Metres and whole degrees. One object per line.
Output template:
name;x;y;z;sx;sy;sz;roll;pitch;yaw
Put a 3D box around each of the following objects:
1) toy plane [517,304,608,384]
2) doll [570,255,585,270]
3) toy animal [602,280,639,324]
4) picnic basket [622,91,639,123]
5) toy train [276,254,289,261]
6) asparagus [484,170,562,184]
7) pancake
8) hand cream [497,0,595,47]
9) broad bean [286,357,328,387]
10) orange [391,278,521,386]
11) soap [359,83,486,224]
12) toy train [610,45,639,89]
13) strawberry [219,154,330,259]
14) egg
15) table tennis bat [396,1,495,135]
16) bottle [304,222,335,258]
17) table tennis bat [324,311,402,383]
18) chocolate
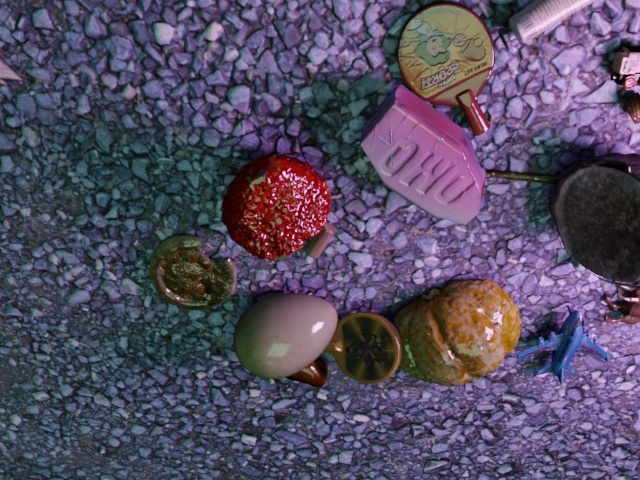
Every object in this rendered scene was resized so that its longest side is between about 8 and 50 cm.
toy plane;0.686;0.290;1.695;0.254;0.105;0.271;1;123;1
doll;0.729;0.013;1.533;0.160;0.059;0.158;3;124;2
toy animal;0.862;0.138;1.603;0.186;0.093;0.214;9;131;2
picnic basket;0.710;-0.298;1.317;0.083;0.072;0.072;-29;119;30
toy train;-0.091;-0.010;1.568;0.071;0.038;0.147;22;123;-13
asparagus;0.474;-0.151;1.456;0.249;0.025;0.024;4;167;0
pancake;-0.349;0.095;1.651;0.254;0.037;0.253;1;124;1
hand cream;0.490;-0.482;1.216;0.276;0.059;0.095;-30;116;15
broad bean;-0.061;0.378;1.802;0.165;0.084;0.114;10;129;3
orange;0.368;0.274;1.642;0.369;0.210;0.270;-28;116;17
soap;0.244;-0.179;1.381;0.324;0.109;0.193;32;129;-15
toy train;0.691;-0.365;1.285;0.138;0.050;0.086;1;121;2
strawberry;-0.106;-0.077;1.393;0.261;0.257;0.260;-1;102;-6
egg;-0.092;0.249;1.636;0.296;0.218;0.218;-23;120;8
table tennis bat;0.288;-0.365;1.315;0.201;0.038;0.310;-25;116;20
bottle;0.000;0.000;1.566;0.045;0.045;0.096;27;120;-15
table tennis bat;0.077;0.295;1.699;0.321;0.050;0.198;-1;94;28
chocolate;0.704;-0.072;1.362;0.213;0.303;0.303;-24;127;-24
